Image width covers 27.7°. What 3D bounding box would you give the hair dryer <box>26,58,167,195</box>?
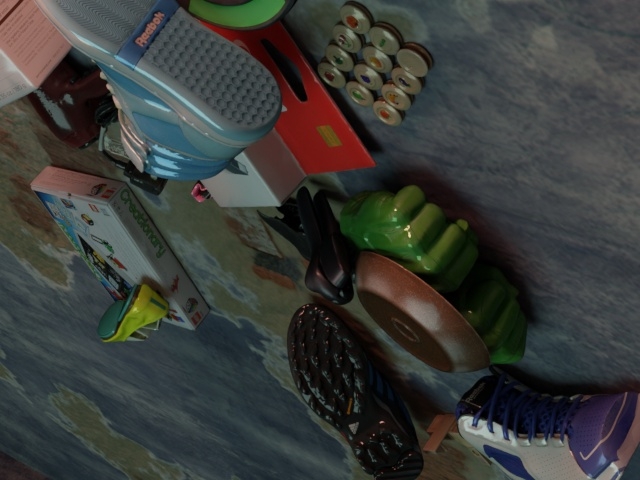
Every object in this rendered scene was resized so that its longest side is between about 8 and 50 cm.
[{"bbox_3d":[-0.303,-0.207,1.726,0.293,0.080,0.224,27,135,12],"label":"hair dryer"}]

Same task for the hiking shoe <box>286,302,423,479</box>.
[{"bbox_3d":[0.045,0.222,1.910,0.304,0.113,0.132,60,-171,-9],"label":"hiking shoe"}]

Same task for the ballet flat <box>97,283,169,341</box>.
[{"bbox_3d":[-0.306,0.131,2.138,0.077,0.077,0.231,25,155,-15],"label":"ballet flat"}]

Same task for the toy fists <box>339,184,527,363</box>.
[{"bbox_3d":[0.145,0.042,1.509,0.279,0.096,0.142,51,164,-29],"label":"toy fists"}]

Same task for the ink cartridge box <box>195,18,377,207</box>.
[{"bbox_3d":[-0.109,-0.170,1.494,0.261,0.066,0.296,-1,131,53],"label":"ink cartridge box"}]

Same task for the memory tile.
[{"bbox_3d":[0.054,-0.180,1.349,0.113,0.012,0.148,36,154,4],"label":"memory tile"}]

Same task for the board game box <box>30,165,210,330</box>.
[{"bbox_3d":[-0.322,0.015,2.104,0.193,0.053,0.305,14,145,39],"label":"board game box"}]

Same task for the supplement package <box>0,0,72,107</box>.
[{"bbox_3d":[-0.439,-0.311,1.534,0.177,0.175,0.293,-18,122,41],"label":"supplement package"}]

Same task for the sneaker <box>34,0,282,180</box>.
[{"bbox_3d":[-0.207,-0.179,1.397,0.319,0.127,0.208,41,149,-2],"label":"sneaker"}]

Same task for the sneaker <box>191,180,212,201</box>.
[{"bbox_3d":[-0.133,-0.076,1.709,0.047,0.057,0.119,47,151,-16],"label":"sneaker"}]

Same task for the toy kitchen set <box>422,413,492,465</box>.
[{"bbox_3d":[0.200,0.304,1.896,0.075,0.068,0.083,48,153,-20],"label":"toy kitchen set"}]

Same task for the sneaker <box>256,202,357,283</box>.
[{"bbox_3d":[0.002,-0.002,1.665,0.170,0.051,0.089,20,154,39],"label":"sneaker"}]

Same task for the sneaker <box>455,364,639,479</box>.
[{"bbox_3d":[0.269,0.241,1.637,0.182,0.127,0.315,36,156,-2],"label":"sneaker"}]

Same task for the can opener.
[{"bbox_3d":[0.008,0.003,1.564,0.059,0.186,0.073,28,119,-31],"label":"can opener"}]

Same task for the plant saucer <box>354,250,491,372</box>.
[{"bbox_3d":[0.107,0.092,1.493,0.198,0.036,0.198,39,166,11],"label":"plant saucer"}]

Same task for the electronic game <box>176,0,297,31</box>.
[{"bbox_3d":[-0.115,-0.306,1.286,0.229,0.048,0.229,24,144,19],"label":"electronic game"}]
